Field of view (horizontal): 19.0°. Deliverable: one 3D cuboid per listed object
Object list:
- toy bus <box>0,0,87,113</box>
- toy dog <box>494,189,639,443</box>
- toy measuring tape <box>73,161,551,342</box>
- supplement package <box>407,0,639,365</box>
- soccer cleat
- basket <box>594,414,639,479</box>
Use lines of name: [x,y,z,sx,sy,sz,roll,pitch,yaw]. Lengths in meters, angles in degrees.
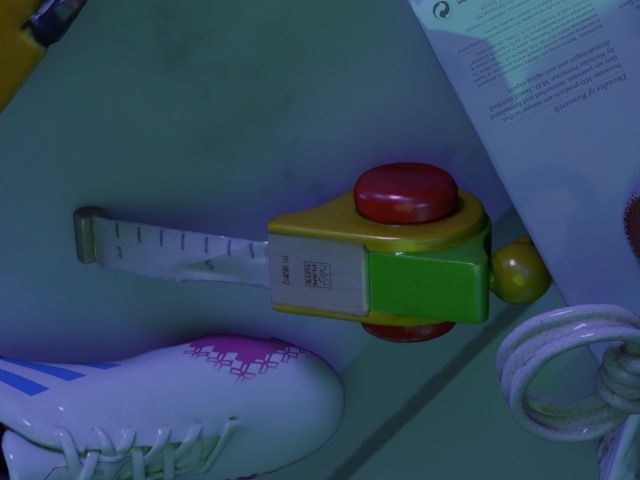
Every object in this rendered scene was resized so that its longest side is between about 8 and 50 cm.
toy bus: [-0.151,-0.228,1.161,0.108,0.130,0.332,35,108,-13]
toy dog: [0.253,-0.016,1.055,0.220,0.161,0.333,25,125,-15]
toy measuring tape: [0.000,0.000,1.296,0.330,0.121,0.121,7,115,21]
supplement package: [0.192,-0.107,1.180,0.199,0.198,0.262,-26,111,9]
soccer cleat: [-0.147,0.140,1.311,0.331,0.143,0.116,-2,113,0]
basket: [0.264,0.099,1.320,0.113,0.103,0.167,13,113,-6]
